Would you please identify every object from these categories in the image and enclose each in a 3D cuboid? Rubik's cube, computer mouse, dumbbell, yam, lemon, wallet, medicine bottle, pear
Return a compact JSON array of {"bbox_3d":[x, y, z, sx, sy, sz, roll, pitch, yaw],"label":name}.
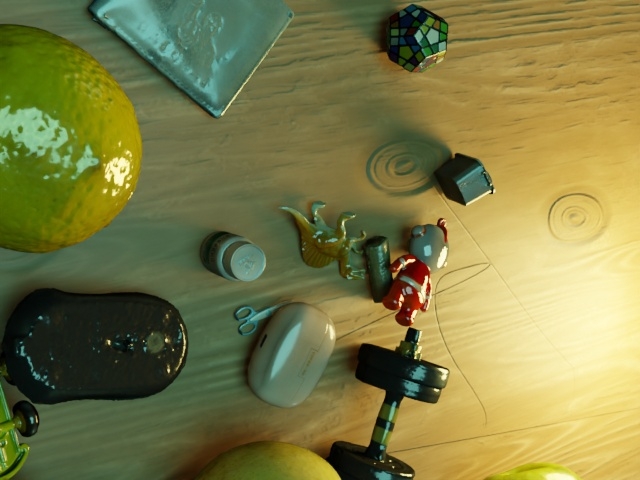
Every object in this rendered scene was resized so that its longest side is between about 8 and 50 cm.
[{"bbox_3d":[0.184,-0.386,1.601,0.133,0.133,0.112,-61,145,-8],"label":"Rubik's cube"},{"bbox_3d":[-0.363,0.171,1.359,0.323,0.116,0.183,7,73,-43],"label":"computer mouse"},{"bbox_3d":[0.126,0.358,1.635,0.185,0.185,0.389,20,87,-29],"label":"dumbbell"},{"bbox_3d":[0.118,0.060,1.663,0.054,0.054,0.133,-17,106,-26],"label":"yam"},{"bbox_3d":[-0.420,-0.144,1.194,0.335,0.336,0.336,-4,99,-28],"label":"lemon"},{"bbox_3d":[-0.211,-0.388,1.419,0.290,0.054,0.251,41,81,-32],"label":"wallet"},{"bbox_3d":[-0.152,0.030,1.464,0.080,0.130,0.080,-4,99,-28],"label":"medicine bottle"},{"bbox_3d":[-0.088,0.525,1.460,0.348,0.348,0.349,-4,99,-28],"label":"pear"}]

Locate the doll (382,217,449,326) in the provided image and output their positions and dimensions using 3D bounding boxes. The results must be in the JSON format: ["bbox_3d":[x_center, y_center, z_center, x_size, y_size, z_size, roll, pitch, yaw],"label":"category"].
[{"bbox_3d":[0.199,0.050,1.672,0.142,0.076,0.245,50,54,-37],"label":"doll"}]

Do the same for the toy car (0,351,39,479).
[{"bbox_3d":[-0.555,0.263,1.269,0.200,0.142,0.248,-10,84,-49],"label":"toy car"}]

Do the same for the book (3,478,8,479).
[{"bbox_3d":[-0.508,0.494,1.314,0.202,0.027,0.264,-44,149,-17],"label":"book"}]

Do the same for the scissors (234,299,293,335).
[{"bbox_3d":[-0.104,0.137,1.573,0.119,0.014,0.058,-21,113,-23],"label":"scissors"}]

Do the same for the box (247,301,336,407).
[{"bbox_3d":[-0.053,0.215,1.567,0.146,0.088,0.200,30,85,-35],"label":"box"}]

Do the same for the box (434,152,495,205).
[{"bbox_3d":[0.290,-0.121,1.697,0.069,0.122,0.084,-34,111,-8],"label":"box"}]

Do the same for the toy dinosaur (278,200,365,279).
[{"bbox_3d":[0.001,0.000,1.601,0.212,0.057,0.142,9,112,-18],"label":"toy dinosaur"}]

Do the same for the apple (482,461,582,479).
[{"bbox_3d":[0.452,0.639,1.777,0.339,0.339,0.340,-4,99,-28],"label":"apple"}]
